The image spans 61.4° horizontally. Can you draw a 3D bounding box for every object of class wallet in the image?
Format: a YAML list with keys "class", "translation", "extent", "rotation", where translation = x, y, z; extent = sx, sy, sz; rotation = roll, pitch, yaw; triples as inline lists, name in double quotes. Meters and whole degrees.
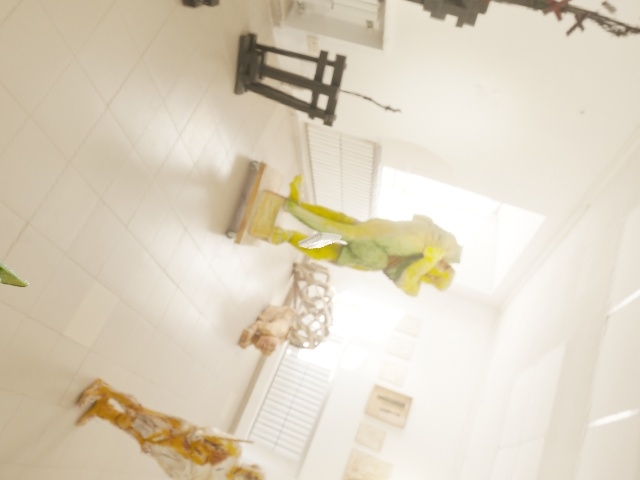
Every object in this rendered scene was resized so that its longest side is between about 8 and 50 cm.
- class: "wallet"
  translation: [0.000, 0.000, 0.801]
  extent: [0.083, 0.044, 0.011]
  rotation: [5, 64, -70]

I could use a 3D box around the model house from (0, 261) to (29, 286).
- class: "model house"
  translation: [-0.773, 0.141, 0.976]
  extent: [0.243, 0.357, 0.313]
  rotation: [101, 1, -68]
